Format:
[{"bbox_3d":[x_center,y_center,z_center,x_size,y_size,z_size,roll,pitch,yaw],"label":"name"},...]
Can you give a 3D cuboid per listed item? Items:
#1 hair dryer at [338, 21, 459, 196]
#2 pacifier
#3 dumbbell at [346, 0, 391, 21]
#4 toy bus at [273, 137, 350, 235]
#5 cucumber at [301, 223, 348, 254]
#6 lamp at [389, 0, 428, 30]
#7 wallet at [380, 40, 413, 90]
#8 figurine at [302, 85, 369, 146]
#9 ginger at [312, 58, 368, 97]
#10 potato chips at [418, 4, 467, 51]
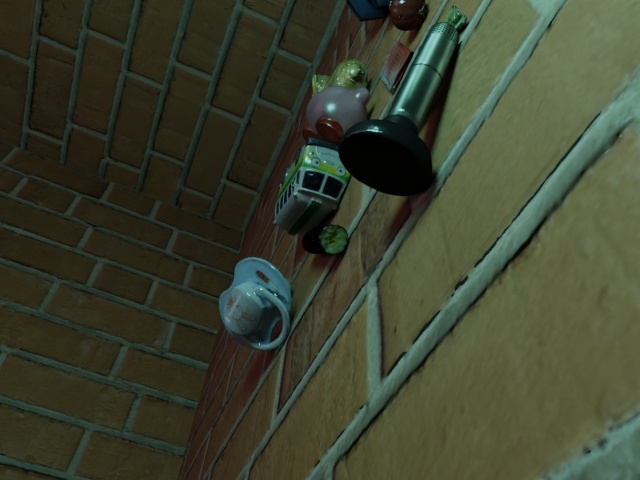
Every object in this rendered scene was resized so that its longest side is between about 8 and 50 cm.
[{"bbox_3d":[0.157,-0.191,1.037,0.284,0.155,0.320,93,-158,-55],"label":"hair dryer"},{"bbox_3d":[-0.150,0.170,1.592,0.226,0.238,0.287,-32,-26,-53],"label":"pacifier"},{"bbox_3d":[0.175,-0.756,1.712,0.316,0.143,0.156,-121,52,-75],"label":"dumbbell"},{"bbox_3d":[-0.029,-0.137,1.577,0.305,0.143,0.179,137,149,-64],"label":"toy bus"},{"bbox_3d":[0.001,-0.002,1.378,0.300,0.072,0.072,177,114,-78],"label":"cucumber"},{"bbox_3d":[0.207,-0.546,1.341,0.101,0.090,0.101,-42,-35,-38],"label":"lamp"},{"bbox_3d":[0.186,-0.437,1.418,0.196,0.020,0.103,-94,27,-65],"label":"wallet"},{"bbox_3d":[0.045,-0.331,1.522,0.173,0.173,0.173,-159,90,-78],"label":"figurine"},{"bbox_3d":[0.063,-0.450,1.703,0.267,0.152,0.138,-7,63,55],"label":"ginger"},{"bbox_3d":[0.234,-0.406,1.117,0.207,0.028,0.092,141,146,-71],"label":"potato chips"}]
